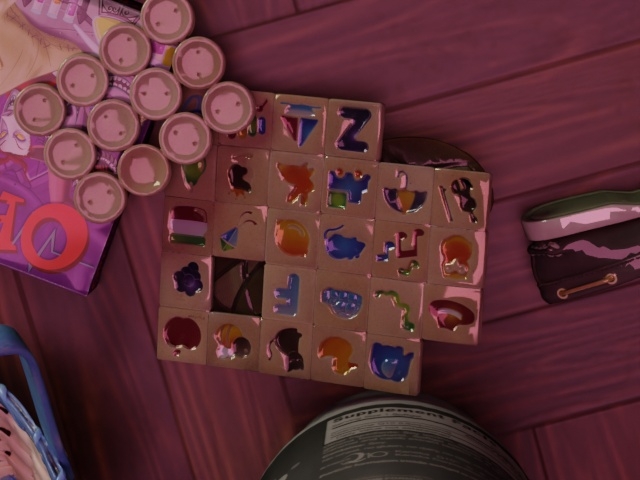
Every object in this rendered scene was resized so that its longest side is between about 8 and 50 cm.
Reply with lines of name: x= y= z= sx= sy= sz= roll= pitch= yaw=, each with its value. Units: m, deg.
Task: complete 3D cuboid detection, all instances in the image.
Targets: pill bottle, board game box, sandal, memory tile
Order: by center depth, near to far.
pill bottle: x=0.048 y=0.222 z=1.218 sx=0.210 sy=0.363 sz=0.210 roll=0 pitch=99 yaw=2
memory tile: x=-0.128 y=-0.090 z=1.310 sx=0.148 sy=0.012 sz=0.113 roll=-34 pitch=97 yaw=7
board game box: x=-0.288 y=-0.118 z=1.341 sx=0.346 sy=0.056 sz=0.208 roll=20 pitch=104 yaw=-1
sandal: x=0.020 y=-0.009 z=1.341 sx=0.219 sy=0.060 sz=0.090 roll=-27 pitch=87 yaw=21

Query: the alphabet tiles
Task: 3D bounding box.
alphabet tiles: x=0.000 y=0.000 z=1.312 sx=0.237 sy=0.009 sz=0.198 roll=7 pitch=99 yaw=19

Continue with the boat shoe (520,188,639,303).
boat shoe: x=0.257 y=-0.008 z=1.319 sx=0.227 sy=0.081 sz=0.069 roll=-11 pitch=101 yaw=11

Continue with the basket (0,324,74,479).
basket: x=-0.271 y=0.192 z=1.248 sx=0.254 sy=0.289 sz=0.201 roll=-31 pitch=54 yaw=-10
